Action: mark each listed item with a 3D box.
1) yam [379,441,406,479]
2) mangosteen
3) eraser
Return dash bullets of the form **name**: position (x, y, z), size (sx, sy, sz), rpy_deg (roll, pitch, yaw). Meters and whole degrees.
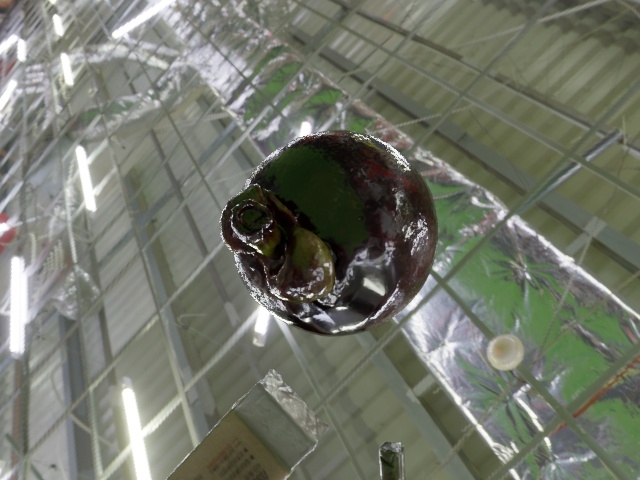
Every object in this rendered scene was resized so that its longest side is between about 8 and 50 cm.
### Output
- **yam**: position (0.146, 0.476, 1.128), size (0.054, 0.054, 0.133), rpy_deg (-6, -95, 41)
- **mangosteen**: position (0.013, 0.000, 0.774), size (0.297, 0.297, 0.293), rpy_deg (-28, -157, 27)
- **eraser**: position (-0.145, 0.381, 0.948), size (0.144, 0.078, 0.343), rpy_deg (44, -70, 8)
